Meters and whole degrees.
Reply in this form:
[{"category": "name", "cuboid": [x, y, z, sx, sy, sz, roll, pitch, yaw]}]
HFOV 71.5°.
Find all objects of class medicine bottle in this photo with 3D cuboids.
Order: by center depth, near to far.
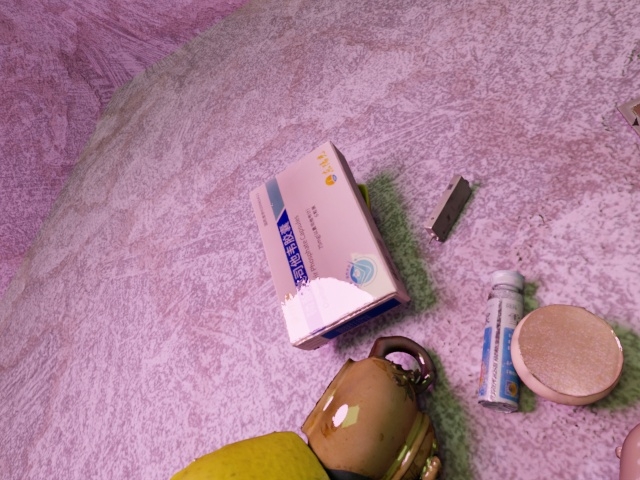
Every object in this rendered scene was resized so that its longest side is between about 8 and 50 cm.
[{"category": "medicine bottle", "cuboid": [0.253, 0.135, 0.616, 0.051, 0.051, 0.190, -4, 56, 37]}]

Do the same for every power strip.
[{"category": "power strip", "cuboid": [0.221, -0.052, 0.781, 0.019, 0.051, 0.136, 19, 73, 49]}]

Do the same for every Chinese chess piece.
[{"category": "Chinese chess piece", "cuboid": [0.300, 0.139, 0.548, 0.122, 0.051, 0.121, -6, 59, 10]}]

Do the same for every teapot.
[{"category": "teapot", "cuboid": [0.087, 0.250, 0.603, 0.183, 0.173, 0.269, 33, 53, 14]}]

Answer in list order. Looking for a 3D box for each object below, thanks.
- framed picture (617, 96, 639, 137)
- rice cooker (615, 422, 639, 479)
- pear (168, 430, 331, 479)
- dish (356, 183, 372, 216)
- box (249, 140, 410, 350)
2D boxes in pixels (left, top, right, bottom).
[{"category": "framed picture", "cuboid": [0.598, -0.182, 0.601, 0.274, 0.016, 0.216, -24, 48, 24]}, {"category": "rice cooker", "cuboid": [0.338, 0.260, 0.387, 0.127, 0.145, 0.206, -11, 56, 48]}, {"category": "pear", "cuboid": [-0.081, 0.438, 0.468, 0.318, 0.239, 0.342, 37, 113, 43]}, {"category": "dish", "cuboid": [0.035, -0.015, 0.879, 0.207, 0.080, 0.149, -48, 52, 4]}, {"category": "box", "cuboid": [0.000, 0.000, 0.802, 0.200, 0.065, 0.343, -30, 56, 15]}]
